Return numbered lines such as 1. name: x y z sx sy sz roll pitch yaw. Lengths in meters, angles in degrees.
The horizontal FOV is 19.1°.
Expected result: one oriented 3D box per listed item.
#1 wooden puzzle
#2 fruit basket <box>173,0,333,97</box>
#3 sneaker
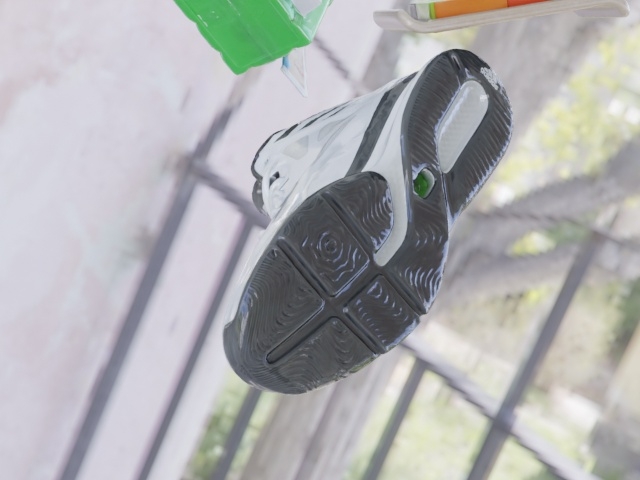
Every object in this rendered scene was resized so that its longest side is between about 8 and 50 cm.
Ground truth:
1. wooden puzzle: 0.185 -0.248 2.013 0.239 0.044 0.221 -5 7 -5
2. fruit basket: -0.087 -0.388 2.248 0.327 0.165 0.353 50 35 -38
3. sneaker: 0.001 0.000 1.926 0.257 0.447 0.169 -18 -63 50
